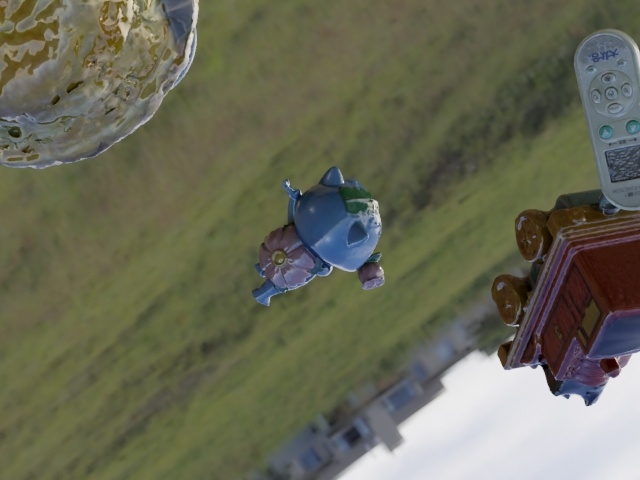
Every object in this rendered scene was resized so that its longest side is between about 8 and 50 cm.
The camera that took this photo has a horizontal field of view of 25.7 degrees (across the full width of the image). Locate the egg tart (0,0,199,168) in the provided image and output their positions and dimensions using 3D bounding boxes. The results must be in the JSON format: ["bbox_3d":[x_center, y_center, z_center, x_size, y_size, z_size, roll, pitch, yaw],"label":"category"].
[{"bbox_3d":[-0.370,-0.289,1.654,0.443,0.443,0.178,-34,-167,9],"label":"egg tart"}]

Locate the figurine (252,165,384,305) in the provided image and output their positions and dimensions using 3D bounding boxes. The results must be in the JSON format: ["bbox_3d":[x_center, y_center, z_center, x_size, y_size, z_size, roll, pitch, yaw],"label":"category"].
[{"bbox_3d":[0.003,0.004,1.593,0.178,0.114,0.144,-38,141,25],"label":"figurine"}]

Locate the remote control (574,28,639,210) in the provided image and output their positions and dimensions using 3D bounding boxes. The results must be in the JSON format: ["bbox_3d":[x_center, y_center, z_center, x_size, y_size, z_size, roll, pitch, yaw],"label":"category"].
[{"bbox_3d":[0.361,-0.146,1.685,0.078,0.221,0.042,-11,-170,24],"label":"remote control"}]

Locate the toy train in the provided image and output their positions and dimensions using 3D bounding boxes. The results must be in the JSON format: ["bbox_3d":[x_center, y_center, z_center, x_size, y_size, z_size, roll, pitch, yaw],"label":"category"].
[{"bbox_3d":[0.363,0.075,1.898,0.163,0.231,0.369,-8,142,-16],"label":"toy train"}]

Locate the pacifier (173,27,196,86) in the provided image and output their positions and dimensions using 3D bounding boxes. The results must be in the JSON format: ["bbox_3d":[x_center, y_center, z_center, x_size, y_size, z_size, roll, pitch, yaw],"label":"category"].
[{"bbox_3d":[-0.289,-0.331,2.024,0.227,0.279,0.207,-40,-163,-25],"label":"pacifier"}]
